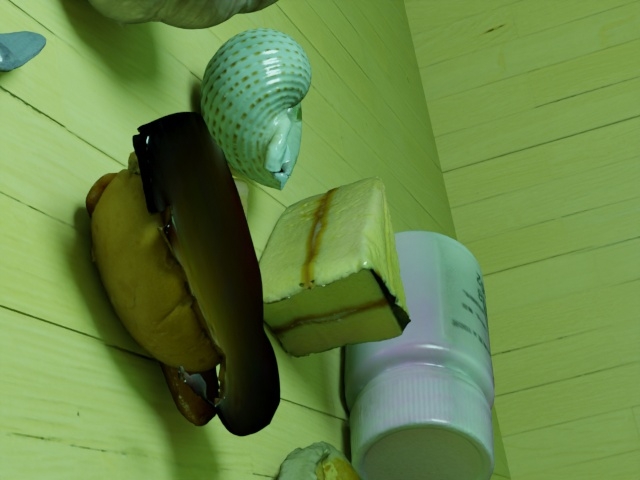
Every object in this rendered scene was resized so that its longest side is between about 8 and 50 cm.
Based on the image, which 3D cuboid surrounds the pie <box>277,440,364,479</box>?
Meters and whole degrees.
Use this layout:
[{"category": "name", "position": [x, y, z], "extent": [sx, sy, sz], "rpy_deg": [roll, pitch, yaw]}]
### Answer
[{"category": "pie", "position": [0.020, 0.393, 1.423], "extent": [0.339, 0.077, 0.339], "rpy_deg": [-15, 90, -71]}]

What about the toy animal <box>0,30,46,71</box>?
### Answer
[{"category": "toy animal", "position": [-0.283, -0.229, 0.955], "extent": [0.255, 0.176, 0.239], "rpy_deg": [35, -29, 55]}]

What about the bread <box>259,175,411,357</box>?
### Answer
[{"category": "bread", "position": [0.000, -0.002, 1.587], "extent": [0.163, 0.167, 0.264], "rpy_deg": [54, 21, -51]}]

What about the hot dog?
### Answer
[{"category": "hot dog", "position": [-0.142, 0.043, 1.143], "extent": [0.194, 0.107, 0.326], "rpy_deg": [-39, 122, -64]}]

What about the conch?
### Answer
[{"category": "conch", "position": [-0.085, -0.160, 1.498], "extent": [0.172, 0.131, 0.200], "rpy_deg": [101, 3, -56]}]

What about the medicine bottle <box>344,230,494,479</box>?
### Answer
[{"category": "medicine bottle", "position": [0.144, 0.182, 1.800], "extent": [0.388, 0.219, 0.219], "rpy_deg": [-89, 158, -50]}]

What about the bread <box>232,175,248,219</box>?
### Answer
[{"category": "bread", "position": [-0.125, -0.036, 1.357], "extent": [0.115, 0.056, 0.082], "rpy_deg": [-4, 97, -63]}]

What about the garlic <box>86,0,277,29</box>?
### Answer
[{"category": "garlic", "position": [-0.145, -0.368, 1.237], "extent": [0.241, 0.321, 0.322], "rpy_deg": [129, -50, -74]}]
